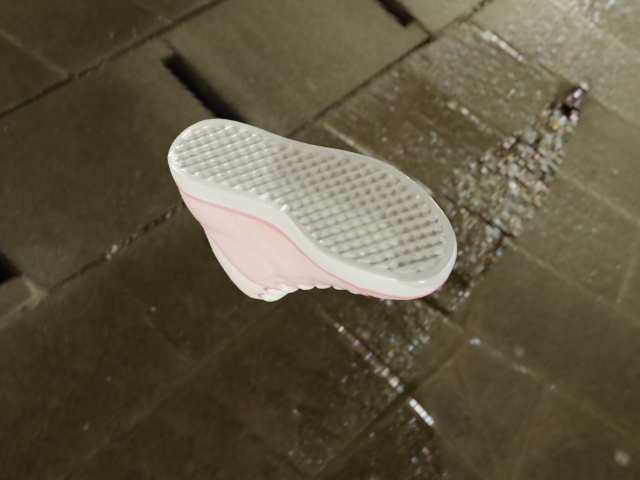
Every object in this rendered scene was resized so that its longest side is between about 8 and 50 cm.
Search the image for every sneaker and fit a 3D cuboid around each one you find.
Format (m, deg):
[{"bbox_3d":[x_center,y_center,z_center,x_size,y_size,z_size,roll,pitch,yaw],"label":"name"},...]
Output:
[{"bbox_3d":[0.000,0.000,0.491,0.134,0.070,0.051,24,59,29],"label":"sneaker"}]
